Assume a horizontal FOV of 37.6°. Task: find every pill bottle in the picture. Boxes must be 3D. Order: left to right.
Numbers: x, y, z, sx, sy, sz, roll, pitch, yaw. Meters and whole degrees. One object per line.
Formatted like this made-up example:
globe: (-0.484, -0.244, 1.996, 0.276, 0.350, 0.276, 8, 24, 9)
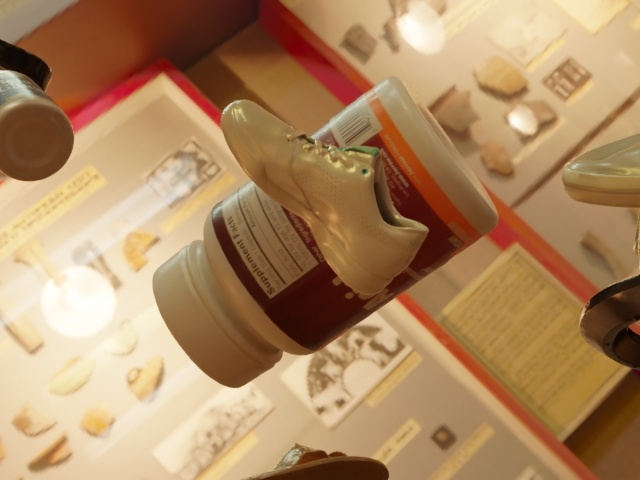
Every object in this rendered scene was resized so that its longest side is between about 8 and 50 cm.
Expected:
pill bottle: (-0.349, -0.138, 1.067, 0.094, 0.169, 0.094, -16, -58, -27)
pill bottle: (0.000, 0.000, 1.159, 0.392, 0.224, 0.224, -36, -13, 13)

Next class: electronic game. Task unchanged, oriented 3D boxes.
electronic game: (0.364, 0.076, 0.893, 0.229, 0.229, 0.048, 105, 171, -62)

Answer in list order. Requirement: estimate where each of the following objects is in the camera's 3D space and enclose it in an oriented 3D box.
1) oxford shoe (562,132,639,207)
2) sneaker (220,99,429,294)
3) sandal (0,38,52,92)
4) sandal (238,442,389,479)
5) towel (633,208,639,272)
oxford shoe: (0.430, -0.120, 0.806, 0.449, 0.130, 0.169, -13, 14, 18)
sneaker: (0.007, -0.059, 0.819, 0.094, 0.212, 0.080, -46, -6, 27)
sandal: (-0.624, -0.348, 1.439, 0.167, 0.445, 0.107, -19, 52, 60)
sandal: (-0.037, 0.297, 1.220, 0.239, 0.079, 0.088, -14, -51, -5)
towel: (0.590, -0.031, 1.283, 0.090, 0.374, 0.321, -12, -61, -24)
